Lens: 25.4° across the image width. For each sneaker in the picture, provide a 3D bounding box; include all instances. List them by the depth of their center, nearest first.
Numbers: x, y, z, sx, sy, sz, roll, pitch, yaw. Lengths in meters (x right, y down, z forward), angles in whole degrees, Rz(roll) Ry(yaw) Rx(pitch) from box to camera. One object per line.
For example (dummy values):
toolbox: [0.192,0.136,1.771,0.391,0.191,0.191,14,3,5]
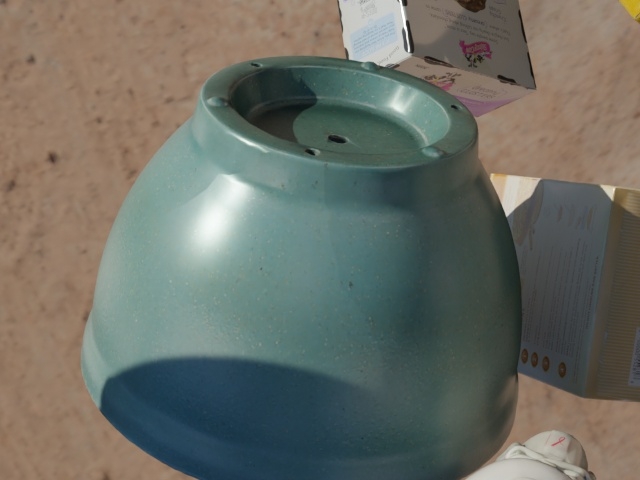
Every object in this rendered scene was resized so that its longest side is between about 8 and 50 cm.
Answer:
sneaker: [0.110,0.147,0.780,0.090,0.115,0.232,22,158,11]

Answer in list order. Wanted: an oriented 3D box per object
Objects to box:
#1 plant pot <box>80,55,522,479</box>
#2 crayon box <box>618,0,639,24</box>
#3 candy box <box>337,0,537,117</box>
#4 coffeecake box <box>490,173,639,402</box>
plant pot: [0.000,0.000,0.911,0.293,0.293,0.196,23,120,26]
crayon box: [0.334,-0.204,1.245,0.202,0.318,0.081,35,109,-22]
candy box: [0.088,-0.213,1.174,0.070,0.165,0.196,-22,69,40]
coffeecake box: [0.181,0.029,1.023,0.185,0.068,0.142,-164,81,-70]
